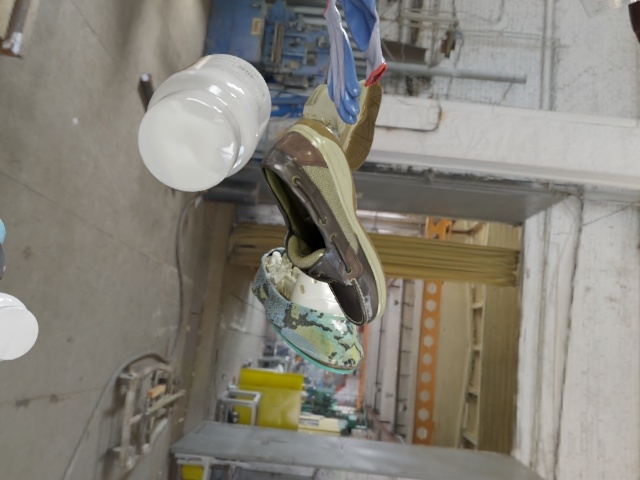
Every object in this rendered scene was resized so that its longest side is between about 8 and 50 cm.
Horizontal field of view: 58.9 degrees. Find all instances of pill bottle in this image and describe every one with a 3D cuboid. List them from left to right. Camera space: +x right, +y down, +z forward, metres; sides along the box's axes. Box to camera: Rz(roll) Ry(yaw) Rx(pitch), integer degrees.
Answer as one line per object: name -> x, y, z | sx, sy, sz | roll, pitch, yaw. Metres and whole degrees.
pill bottle -> -0.501, 0.125, 0.841 | 0.103, 0.184, 0.103 | -7, 98, -53
pill bottle -> -0.135, -0.145, 0.684 | 0.229, 0.131, 0.131 | -87, -178, -65

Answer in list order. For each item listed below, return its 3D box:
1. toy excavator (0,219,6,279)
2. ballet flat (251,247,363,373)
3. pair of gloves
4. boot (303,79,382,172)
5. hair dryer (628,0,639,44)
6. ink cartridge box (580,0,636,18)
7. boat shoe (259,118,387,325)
toy excavator -> -0.588, -0.166, 0.748 | 0.445, 0.223, 0.433 | -88, 153, -43
ballet flat -> -0.015, 0.045, 0.474 | 0.188, 0.070, 0.070 | -152, -115, -63
pair of gloves -> 0.029, -0.223, 0.631 | 0.198, 0.023, 0.159 | 137, -57, -75
boot -> 0.033, -0.247, 1.222 | 0.077, 0.165, 0.213 | 31, 71, -51
hair dryer -> 0.353, -0.245, 0.542 | 0.223, 0.080, 0.293 | 43, 44, -63
ink cartridge box -> 0.236, -0.187, 0.278 | 0.224, 0.223, 0.045 | -27, 100, -60
boat shoe -> 0.000, 0.000, 0.360 | 0.056, 0.049, 0.152 | 21, -40, 49
